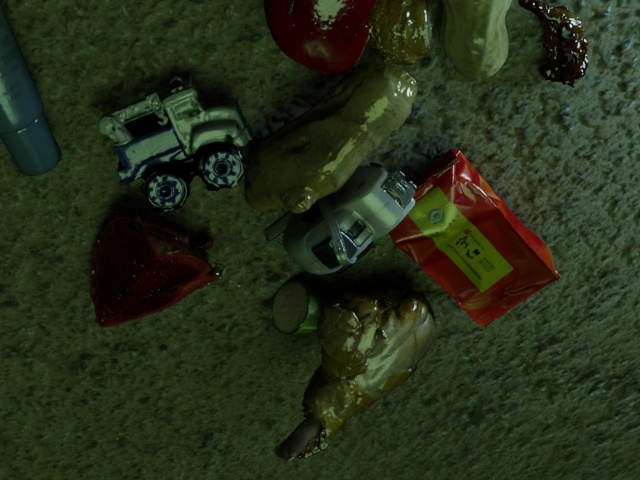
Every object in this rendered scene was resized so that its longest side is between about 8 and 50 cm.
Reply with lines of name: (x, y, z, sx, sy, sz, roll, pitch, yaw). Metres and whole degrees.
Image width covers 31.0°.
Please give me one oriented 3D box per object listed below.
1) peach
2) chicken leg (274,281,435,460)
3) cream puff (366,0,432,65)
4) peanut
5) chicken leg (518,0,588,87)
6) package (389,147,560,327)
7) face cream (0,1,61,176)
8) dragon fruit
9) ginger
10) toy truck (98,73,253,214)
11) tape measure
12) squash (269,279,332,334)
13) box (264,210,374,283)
peach: (-0.007, -0.339, 1.652, 0.154, 0.158, 0.267, 4, 133, -14)
chicken leg: (0.040, 0.221, 2.095, 0.409, 0.182, 0.295, -50, 151, -10)
cream puff: (0.114, -0.325, 1.712, 0.103, 0.144, 0.126, -4, 113, 8)
peanut: (0.238, -0.347, 1.748, 0.124, 0.123, 0.256, -18, 138, -2)
chicken leg: (0.384, -0.326, 1.861, 0.090, 0.048, 0.219, -26, 135, 3)
package: (0.263, -0.005, 2.080, 0.196, 0.123, 0.423, -37, 133, 14)
face cream: (-0.470, -0.255, 1.623, 0.136, 0.086, 0.385, -21, 131, -2)
dragon fruit: (-0.269, 0.031, 1.947, 0.212, 0.134, 0.262, 2, 149, -36)
ginger: (0.008, -0.153, 1.793, 0.126, 0.189, 0.354, 35, 120, -27)
toy truck: (-0.218, -0.160, 1.770, 0.213, 0.161, 0.176, -22, 112, 2)
tape measure: (0.030, -0.035, 1.877, 0.120, 0.236, 0.197, 43, 79, -22)
squash: (-0.014, 0.137, 2.153, 0.132, 0.105, 0.105, 18, 125, -44)
box: (0.000, 0.000, 2.059, 0.115, 0.036, 0.177, -40, 132, 19)
